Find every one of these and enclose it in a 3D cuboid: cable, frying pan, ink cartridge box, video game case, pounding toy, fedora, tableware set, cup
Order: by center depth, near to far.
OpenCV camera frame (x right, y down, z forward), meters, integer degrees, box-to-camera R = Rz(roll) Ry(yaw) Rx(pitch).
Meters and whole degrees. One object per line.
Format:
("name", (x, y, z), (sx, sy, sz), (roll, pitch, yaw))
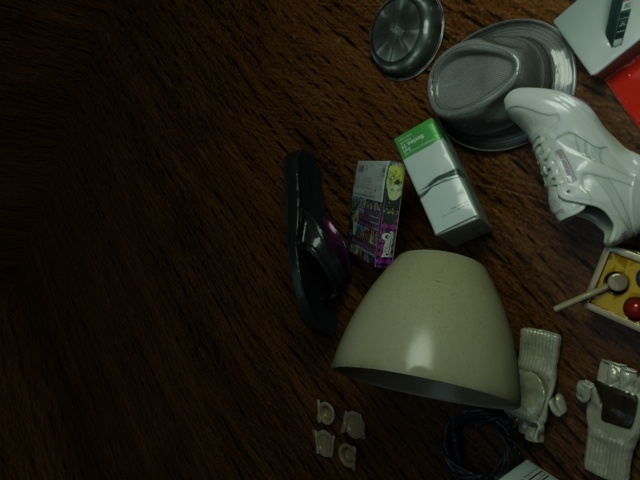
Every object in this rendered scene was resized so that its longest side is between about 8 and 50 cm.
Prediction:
("ink cartridge box", (0.538, -0.340, 0.858), (0.275, 0.060, 0.239), (-40, 62, 36))
("pounding toy", (0.472, 0.078, 0.891), (0.141, 0.100, 0.130), (27, 108, 40))
("fedora", (0.305, -0.290, 1.035), (0.275, 0.124, 0.243), (6, 94, 44))
("cup", (0.203, 0.154, 1.035), (0.331, 0.331, 0.237), (-5, 65, 44))
("ink cartridge box", (0.235, -0.104, 1.073), (0.087, 0.153, 0.208), (-27, 70, 20))
("cable", (0.307, 0.395, 1.089), (0.150, 0.047, 0.184), (48, 129, 40))
("frying pan", (0.216, -0.477, 1.179), (0.326, 0.053, 0.197), (-38, 66, 41))
("video game case", (0.112, -0.064, 1.197), (0.232, 0.042, 0.210), (-148, 64, -76))
("tableware set", (0.041, 0.466, 1.360), (0.169, 0.020, 0.141), (6, 94, 44))

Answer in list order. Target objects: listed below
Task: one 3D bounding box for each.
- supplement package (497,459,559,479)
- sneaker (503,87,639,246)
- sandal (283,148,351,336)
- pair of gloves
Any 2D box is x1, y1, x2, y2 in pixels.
("supplement package", (0.376, 0.525, 0.949), (0.203, 0.149, 0.194), (27, 109, 40))
("sneaker", (0.394, -0.122, 0.894), (0.152, 0.114, 0.305), (-43, 72, 0))
("sandal", (-0.001, -0.002, 1.314), (0.107, 0.167, 0.445), (-11, 82, 26))
("pair of gloves", (0.428, 0.278, 0.974), (0.240, 0.042, 0.204), (21, 105, 43))
